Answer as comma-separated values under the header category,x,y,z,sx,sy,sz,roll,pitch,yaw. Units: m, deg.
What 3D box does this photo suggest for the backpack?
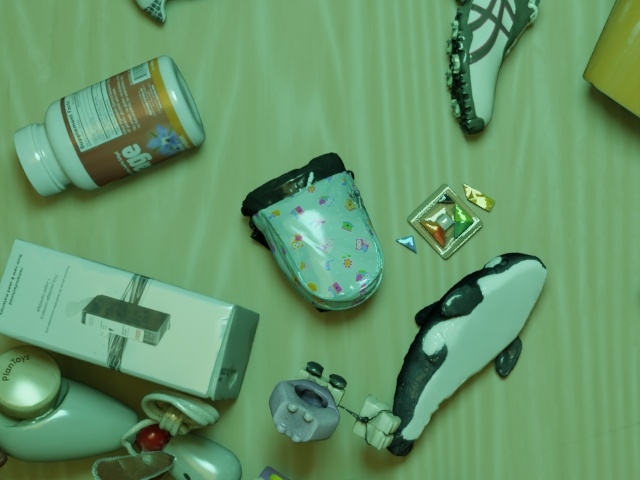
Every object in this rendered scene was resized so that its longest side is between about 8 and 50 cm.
category,x,y,z,sx,sy,sz,roll,pitch,yaw
backpack,0.000,0.000,1.467,0.151,0.115,0.182,-27,84,0

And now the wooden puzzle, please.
category,x,y,z,sx,sy,sz,roll,pitch,yaw
wooden puzzle,0.155,-0.025,1.504,0.078,0.014,0.116,40,89,9

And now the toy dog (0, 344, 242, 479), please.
category,x,y,z,sx,sy,sz,roll,pitch,yaw
toy dog,-0.276,0.256,1.435,0.333,0.220,0.161,15,63,17

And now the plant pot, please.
category,x,y,z,sx,sy,sz,roll,pitch,yaw
plant pot,0.414,-0.233,1.421,0.205,0.205,0.188,36,103,8

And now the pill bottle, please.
category,x,y,z,sx,sy,sz,roll,pitch,yaw
pill bottle,-0.262,-0.136,1.505,0.216,0.121,0.121,-23,82,3

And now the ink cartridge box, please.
category,x,y,z,sx,sy,sz,roll,pitch,yaw
ink cartridge box,-0.223,0.097,1.436,0.272,0.197,0.114,17,85,7

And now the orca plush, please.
category,x,y,z,sx,sy,sz,roll,pitch,yaw
orca plush,0.155,0.126,1.470,0.151,0.102,0.287,21,98,-36

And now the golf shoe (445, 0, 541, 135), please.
category,x,y,z,sx,sy,sz,roll,pitch,yaw
golf shoe,0.213,-0.265,1.484,0.120,0.105,0.273,2,84,-1

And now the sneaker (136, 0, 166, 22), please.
category,x,y,z,sx,sy,sz,roll,pitch,yaw
sneaker,-0.145,-0.380,1.549,0.235,0.090,0.095,-37,94,4

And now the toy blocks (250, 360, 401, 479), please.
category,x,y,z,sx,sy,sz,roll,pitch,yaw
toy blocks,0.005,0.355,1.311,0.288,0.260,0.309,28,108,9
